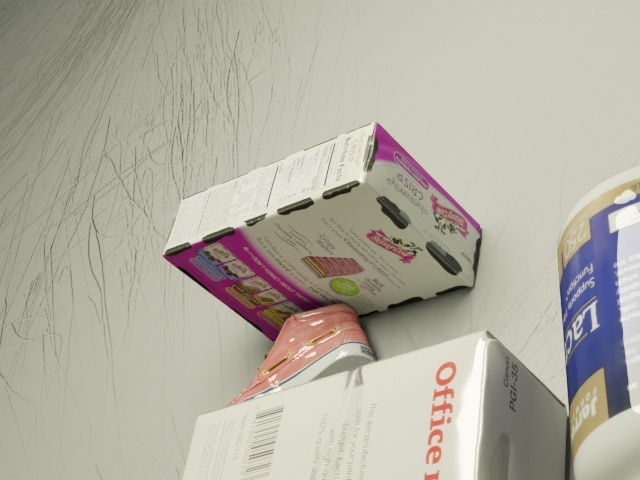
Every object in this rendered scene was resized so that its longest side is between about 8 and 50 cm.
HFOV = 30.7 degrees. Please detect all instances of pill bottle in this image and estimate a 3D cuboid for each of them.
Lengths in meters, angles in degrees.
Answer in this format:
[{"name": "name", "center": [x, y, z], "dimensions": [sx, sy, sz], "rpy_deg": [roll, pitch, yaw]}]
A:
[{"name": "pill bottle", "center": [0.223, 0.091, 0.689], "dimensions": [0.153, 0.153, 0.265], "rpy_deg": [-26, 39, 30]}]

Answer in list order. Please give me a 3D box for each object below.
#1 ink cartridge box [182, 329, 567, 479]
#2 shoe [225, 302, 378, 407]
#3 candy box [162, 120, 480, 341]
[{"name": "ink cartridge box", "center": [0.025, 0.207, 0.827], "dimensions": [0.283, 0.117, 0.207], "rpy_deg": [-21, 42, 35]}, {"name": "shoe", "center": [-0.032, 0.127, 1.028], "dimensions": [0.178, 0.063, 0.081], "rpy_deg": [-34, 34, 11]}, {"name": "candy box", "center": [0.000, 0.000, 1.027], "dimensions": [0.233, 0.159, 0.071], "rpy_deg": [-18, 45, 36]}]
